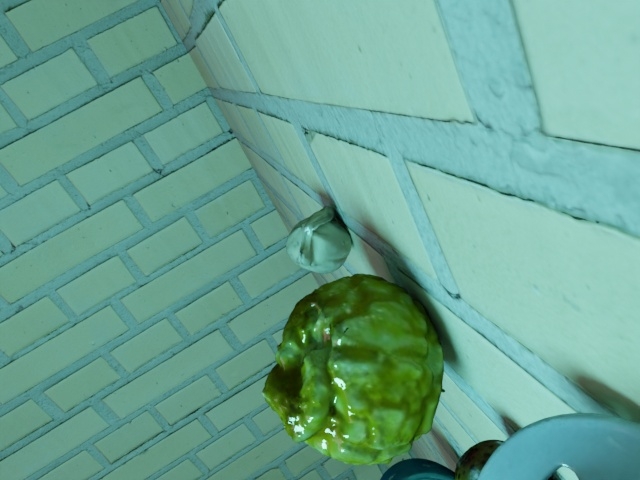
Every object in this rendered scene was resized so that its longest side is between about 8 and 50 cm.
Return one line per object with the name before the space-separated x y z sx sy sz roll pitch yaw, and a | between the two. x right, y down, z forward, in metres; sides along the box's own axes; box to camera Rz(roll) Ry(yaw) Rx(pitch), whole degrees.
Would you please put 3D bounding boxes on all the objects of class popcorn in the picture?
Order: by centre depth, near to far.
popcorn | 0.054 0.182 0.697 0.246 0.282 0.282 24 176 -6

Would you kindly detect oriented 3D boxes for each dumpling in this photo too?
dumpling | 0.000 0.000 0.918 0.118 0.136 0.199 23 -172 12

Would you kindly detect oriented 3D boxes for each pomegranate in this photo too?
pomegranate | 0.223 0.311 0.566 0.130 0.130 0.130 58 174 10

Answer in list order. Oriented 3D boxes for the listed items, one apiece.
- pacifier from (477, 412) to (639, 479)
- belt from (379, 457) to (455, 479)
pacifier | 0.219 0.255 0.285 0.207 0.228 0.279 15 -158 -33
belt | 0.319 0.773 1.168 0.437 0.300 0.173 56 175 6
